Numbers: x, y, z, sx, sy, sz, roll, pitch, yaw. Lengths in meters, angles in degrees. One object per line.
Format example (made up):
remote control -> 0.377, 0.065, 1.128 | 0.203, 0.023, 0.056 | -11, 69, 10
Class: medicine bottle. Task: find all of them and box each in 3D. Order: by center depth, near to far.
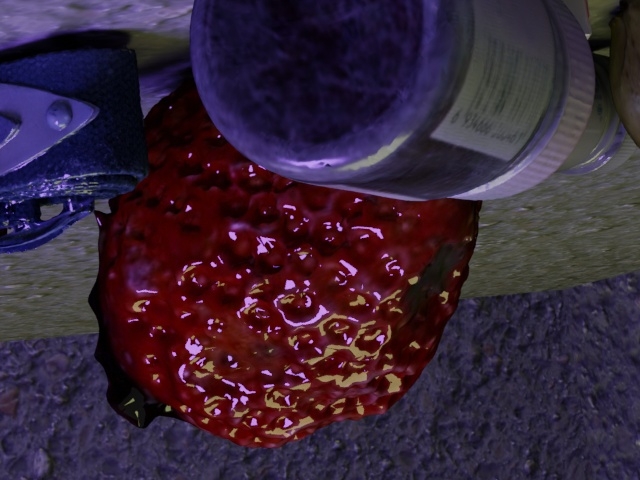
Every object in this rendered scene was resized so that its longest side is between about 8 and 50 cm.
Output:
medicine bottle -> 0.051, -0.105, 1.139 | 0.165, 0.165, 0.273 | -11, 173, 22
medicine bottle -> 0.177, -0.104, 1.545 | 0.105, 0.105, 0.168 | -13, 171, 36

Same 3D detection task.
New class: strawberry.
strawberry -> -0.002, 0.006, 1.445 | 0.310, 0.291, 0.292 | -1, 177, 23

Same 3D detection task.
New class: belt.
belt -> -0.212, -0.056, 1.355 | 0.218, 0.128, 0.122 | -12, 173, 34

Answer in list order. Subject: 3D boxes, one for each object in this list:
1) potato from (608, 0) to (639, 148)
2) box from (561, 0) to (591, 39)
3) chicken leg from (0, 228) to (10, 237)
potato -> 0.367, -0.088, 1.467 | 0.330, 0.212, 0.280 | 1, 168, -45
box -> 0.123, -0.147, 1.369 | 0.125, 0.043, 0.089 | -8, 173, -1
chicken leg -> -0.397, -0.001, 1.928 | 0.253, 0.051, 0.106 | -12, 166, 34
